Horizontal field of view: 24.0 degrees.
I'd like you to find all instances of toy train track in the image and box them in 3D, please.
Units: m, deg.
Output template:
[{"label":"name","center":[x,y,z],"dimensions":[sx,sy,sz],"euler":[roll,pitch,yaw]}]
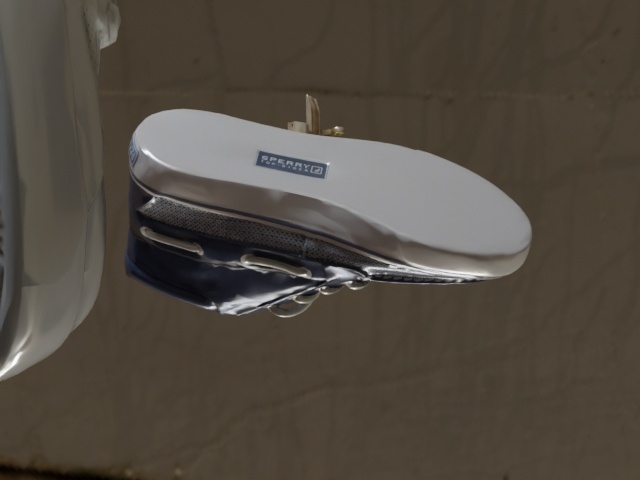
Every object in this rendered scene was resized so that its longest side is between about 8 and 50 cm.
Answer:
[{"label":"toy train track","center":[0.010,-0.045,0.751],"dimensions":[0.014,0.083,0.048],"euler":[-8,-103,26]}]

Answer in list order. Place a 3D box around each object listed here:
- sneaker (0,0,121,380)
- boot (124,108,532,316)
[{"label":"sneaker","center":[-0.070,-0.116,0.427],"dimensions":[0.108,0.169,0.292],"euler":[-10,-89,42]},{"label":"boot","center":[0.000,0.000,0.715],"dimensions":[0.190,0.069,0.086],"euler":[16,-49,5]}]
